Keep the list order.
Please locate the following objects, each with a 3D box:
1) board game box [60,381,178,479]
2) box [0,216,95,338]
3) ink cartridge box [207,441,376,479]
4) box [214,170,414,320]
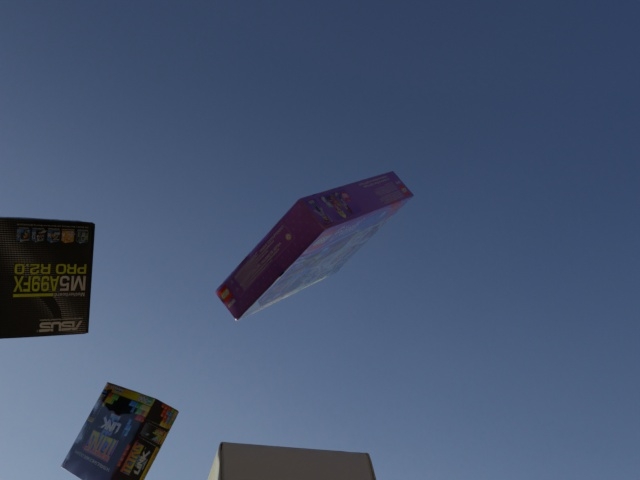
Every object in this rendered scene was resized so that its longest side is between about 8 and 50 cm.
[{"bbox_3d":[-0.292,0.286,1.105,0.048,0.170,0.141,39,-114,-30],"label":"board game box"},{"bbox_3d":[-0.548,0.066,1.384,0.270,0.060,0.216,3,-88,-43],"label":"box"},{"bbox_3d":[-0.041,0.272,0.681,0.139,0.082,0.191,9,-55,-15],"label":"ink cartridge box"},{"bbox_3d":[0.000,0.000,1.124,0.057,0.293,0.201,51,-60,10],"label":"box"}]
